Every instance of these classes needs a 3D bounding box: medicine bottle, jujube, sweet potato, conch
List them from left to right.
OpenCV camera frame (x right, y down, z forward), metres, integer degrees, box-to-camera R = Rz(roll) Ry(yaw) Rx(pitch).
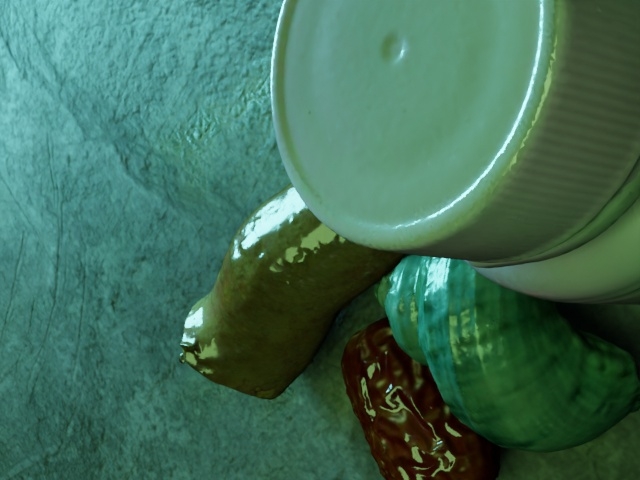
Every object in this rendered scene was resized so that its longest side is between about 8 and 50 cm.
[{"bbox_3d":[0.002,0.000,0.901,0.131,0.131,0.337,47,120,16],"label":"sweet potato"},{"bbox_3d":[0.086,0.148,0.883,0.112,0.109,0.176,-44,64,37],"label":"jujube"},{"bbox_3d":[0.132,0.072,0.801,0.202,0.134,0.196,48,165,40],"label":"conch"},{"bbox_3d":[0.156,-0.089,0.631,0.256,0.325,0.256,-7,81,49],"label":"medicine bottle"}]
